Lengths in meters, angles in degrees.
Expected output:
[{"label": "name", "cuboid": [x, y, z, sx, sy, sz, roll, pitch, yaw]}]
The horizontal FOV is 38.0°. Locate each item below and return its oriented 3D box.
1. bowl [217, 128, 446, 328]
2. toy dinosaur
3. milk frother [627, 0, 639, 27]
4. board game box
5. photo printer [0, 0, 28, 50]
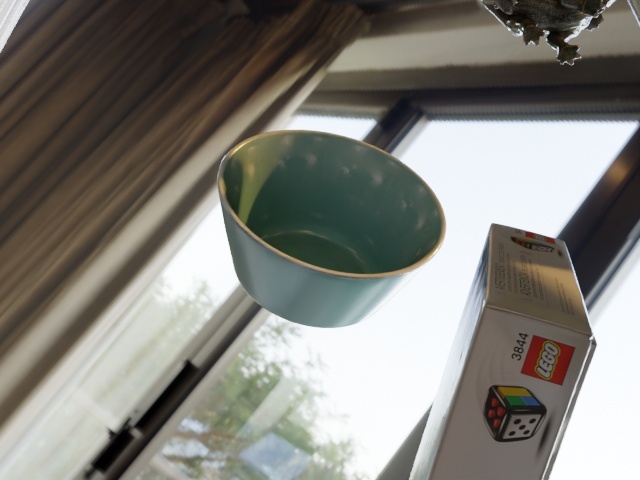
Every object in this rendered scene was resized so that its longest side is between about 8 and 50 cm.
[{"label": "bowl", "cuboid": [0.000, 0.000, 1.270, 0.311, 0.311, 0.163, 34, -48, 20]}, {"label": "toy dinosaur", "cuboid": [0.296, -0.332, 1.310, 0.160, 0.314, 0.121, -99, -166, -62]}, {"label": "milk frother", "cuboid": [0.372, -0.221, 0.859, 0.129, 0.143, 0.134, 51, 20, -71]}, {"label": "board game box", "cuboid": [0.070, 0.155, 0.505, 0.053, 0.305, 0.193, 17, 14, 8]}, {"label": "photo printer", "cuboid": [-0.377, -0.159, 0.708, 0.256, 0.307, 0.107, 29, -1, 19]}]
